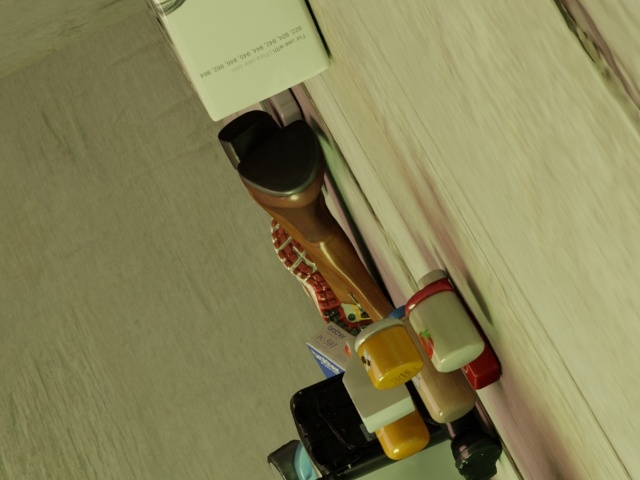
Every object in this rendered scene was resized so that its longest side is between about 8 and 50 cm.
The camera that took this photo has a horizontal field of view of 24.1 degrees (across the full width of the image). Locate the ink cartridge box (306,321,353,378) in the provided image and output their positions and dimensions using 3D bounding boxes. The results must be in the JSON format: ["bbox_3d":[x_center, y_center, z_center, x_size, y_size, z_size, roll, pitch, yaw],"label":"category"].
[{"bbox_3d":[0.073,0.179,1.776,0.207,0.046,0.097,32,157,49],"label":"ink cartridge box"}]

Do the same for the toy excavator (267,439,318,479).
[{"bbox_3d":[0.136,0.422,2.032,0.433,0.222,0.445,63,168,0],"label":"toy excavator"}]

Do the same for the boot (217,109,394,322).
[{"bbox_3d":[0.000,0.000,1.691,0.280,0.096,0.264,57,167,-21],"label":"boot"}]

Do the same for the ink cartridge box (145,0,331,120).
[{"bbox_3d":[-0.111,-0.261,1.254,0.273,0.115,0.198,66,176,-25],"label":"ink cartridge box"}]

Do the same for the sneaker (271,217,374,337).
[{"bbox_3d":[-0.001,0.039,2.025,0.225,0.088,0.093,64,178,-1],"label":"sneaker"}]

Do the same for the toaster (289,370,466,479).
[{"bbox_3d":[0.062,0.211,1.565,0.168,0.186,0.110,-123,12,-58],"label":"toaster"}]

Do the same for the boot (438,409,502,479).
[{"bbox_3d":[0.132,0.173,1.418,0.121,0.045,0.099,71,176,-67],"label":"boot"}]

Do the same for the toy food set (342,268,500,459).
[{"bbox_3d":[0.064,0.079,1.147,0.104,0.111,0.232,62,179,23],"label":"toy food set"}]

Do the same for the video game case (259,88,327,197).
[{"bbox_3d":[-0.059,-0.178,1.830,0.206,0.026,0.227,62,177,26],"label":"video game case"}]
